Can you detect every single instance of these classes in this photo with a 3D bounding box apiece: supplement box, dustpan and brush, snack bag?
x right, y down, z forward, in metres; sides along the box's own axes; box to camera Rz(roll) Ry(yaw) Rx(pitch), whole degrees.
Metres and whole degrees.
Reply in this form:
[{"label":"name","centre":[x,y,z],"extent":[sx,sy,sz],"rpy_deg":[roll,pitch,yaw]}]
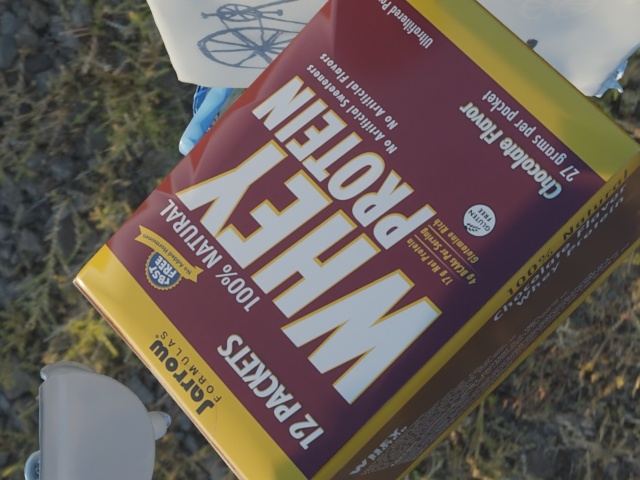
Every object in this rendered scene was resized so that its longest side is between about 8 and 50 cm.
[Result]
[{"label":"supplement box","centre":[0.035,0.004,0.491],"extent":[0.191,0.194,0.129],"rpy_deg":[-46,71,8]},{"label":"dustpan and brush","centre":[-0.149,0.149,0.764],"extent":[0.060,0.211,0.147],"rpy_deg":[3,93,27]},{"label":"snack bag","centre":[0.059,-0.151,0.679],"extent":[0.343,0.323,0.037],"rpy_deg":[2,81,0]}]

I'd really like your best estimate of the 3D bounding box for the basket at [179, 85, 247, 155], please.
[{"label":"basket","centre":[-0.072,-0.213,1.504],"extent":[0.201,0.289,0.254],"rpy_deg":[37,100,10]}]
